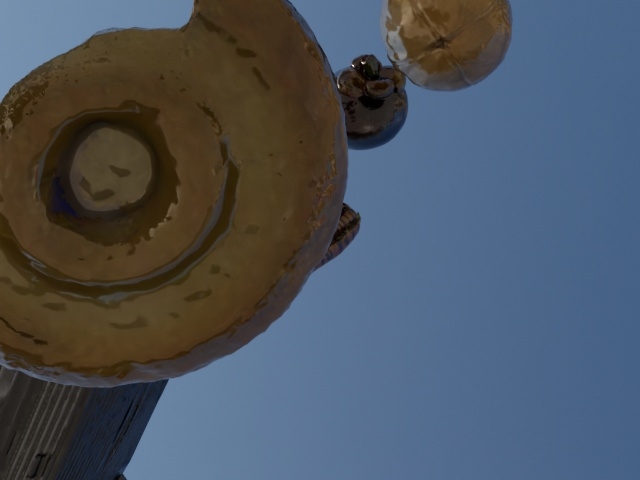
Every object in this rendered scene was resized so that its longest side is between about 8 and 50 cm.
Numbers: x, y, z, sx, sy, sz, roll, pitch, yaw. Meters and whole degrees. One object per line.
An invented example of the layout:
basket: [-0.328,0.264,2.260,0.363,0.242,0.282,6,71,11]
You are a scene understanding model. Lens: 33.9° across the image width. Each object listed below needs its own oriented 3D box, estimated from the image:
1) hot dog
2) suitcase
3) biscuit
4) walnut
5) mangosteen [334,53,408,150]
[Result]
hot dog: [0.000,0.000,1.048,0.049,0.037,0.122,51,-128,-7]
suitcase: [-0.245,0.128,1.084,0.152,0.229,0.335,29,-77,11]
biscuit: [-0.103,-0.018,0.600,0.274,0.091,0.213,-32,-67,4]
walnut: [0.149,-0.260,1.247,0.165,0.165,0.197,12,-146,6]
mangosteen: [0.058,-0.190,1.400,0.140,0.140,0.140,-1,-104,3]
